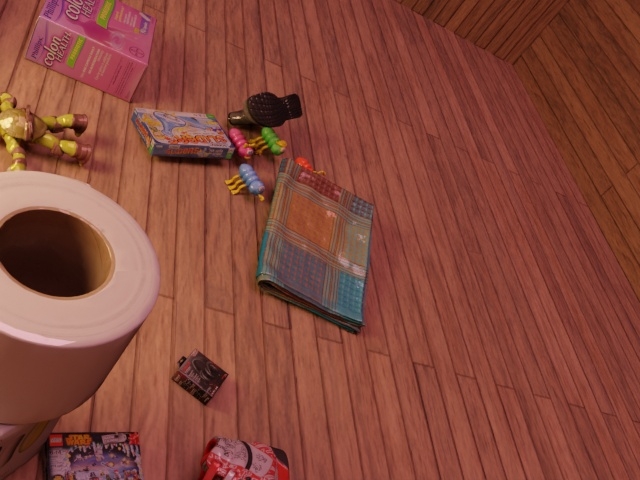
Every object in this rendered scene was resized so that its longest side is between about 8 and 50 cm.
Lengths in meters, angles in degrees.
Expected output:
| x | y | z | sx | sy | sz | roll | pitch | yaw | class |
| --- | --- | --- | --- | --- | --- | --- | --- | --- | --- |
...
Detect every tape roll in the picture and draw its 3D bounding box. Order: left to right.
| x | y | z | sx | sy | sz | roll | pitch | yaw | class |
| --- | --- | --- | --- | --- | --- | --- | --- | --- | --- |
| -0.330 | 0.063 | 0.801 | 0.246 | 0.169 | 0.246 | 24 | 40 | -21 | tape roll |

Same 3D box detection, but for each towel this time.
| x | y | z | sx | sy | sz | roll | pitch | yaw | class |
| --- | --- | --- | --- | --- | --- | --- | --- | --- | --- |
| 0.000 | 0.000 | 1.559 | 0.271 | 0.040 | 0.370 | 27 | 47 | -21 | towel |

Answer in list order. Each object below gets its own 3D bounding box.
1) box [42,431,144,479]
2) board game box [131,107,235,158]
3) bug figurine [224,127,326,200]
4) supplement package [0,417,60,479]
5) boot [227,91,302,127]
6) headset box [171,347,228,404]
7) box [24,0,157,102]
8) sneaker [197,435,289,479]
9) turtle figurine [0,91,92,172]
| x | y | z | sx | sy | sz | roll | pitch | yaw | class |
| --- | --- | --- | --- | --- | --- | --- | --- | --- | --- |
| -0.325 | 0.322 | 0.995 | 0.137 | 0.027 | 0.094 | 10 | 44 | -34 | box |
| -0.310 | -0.242 | 1.581 | 0.201 | 0.035 | 0.136 | -3 | 45 | -39 | board game box |
| -0.125 | -0.192 | 1.685 | 0.279 | 0.072 | 0.216 | -15 | 62 | -48 | bug figurine |
| -0.439 | 0.217 | 0.857 | 0.149 | 0.203 | 0.194 | 45 | 37 | 7 | supplement package |
| -0.162 | -0.306 | 1.706 | 0.246 | 0.161 | 0.084 | -25 | 105 | -63 | boot |
| -0.209 | 0.231 | 1.192 | 0.083 | 0.032 | 0.062 | 40 | 36 | -2 | headset box |
| -0.517 | -0.465 | 1.592 | 0.242 | 0.117 | 0.214 | 21 | 40 | -24 | box |
| -0.108 | 0.388 | 1.014 | 0.144 | 0.090 | 0.270 | 21 | 15 | -20 | sneaker |
| -0.555 | -0.220 | 1.321 | 0.217 | 0.087 | 0.270 | 3 | 49 | -40 | turtle figurine |
